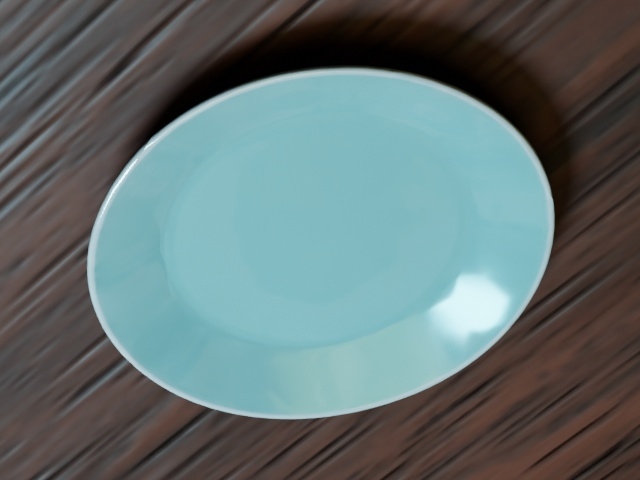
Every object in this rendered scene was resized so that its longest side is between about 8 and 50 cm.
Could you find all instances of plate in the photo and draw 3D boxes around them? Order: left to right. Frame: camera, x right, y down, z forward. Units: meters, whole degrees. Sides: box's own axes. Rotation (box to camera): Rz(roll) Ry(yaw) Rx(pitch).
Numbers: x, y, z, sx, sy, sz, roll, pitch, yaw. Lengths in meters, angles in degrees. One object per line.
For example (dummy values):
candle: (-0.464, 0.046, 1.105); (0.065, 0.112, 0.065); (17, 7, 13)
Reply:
plate: (0.000, 0.000, 0.791); (0.188, 0.024, 0.188); (-5, 133, -5)
